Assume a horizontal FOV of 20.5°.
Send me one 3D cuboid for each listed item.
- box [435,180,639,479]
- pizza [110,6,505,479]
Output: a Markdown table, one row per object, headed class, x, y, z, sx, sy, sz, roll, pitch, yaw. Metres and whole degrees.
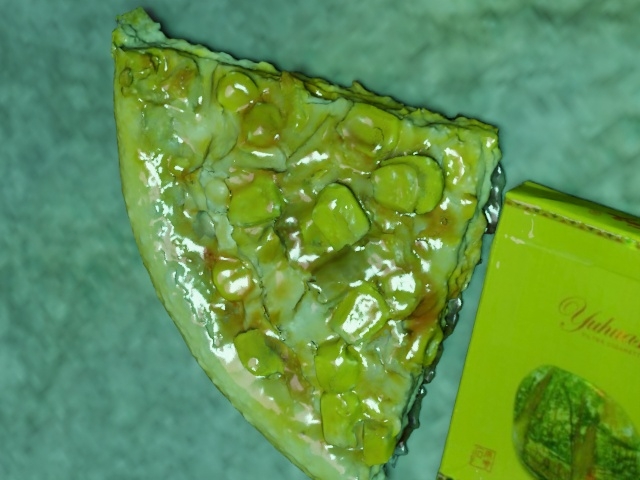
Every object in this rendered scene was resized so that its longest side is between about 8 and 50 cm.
| class | x | y | z | sx | sy | sz | roll | pitch | yaw |
| --- | --- | --- | --- | --- | --- | --- | --- | --- | --- |
| box | 0.081 | 0.067 | 0.550 | 0.087 | 0.023 | 0.155 | 22 | 112 | 25 |
| pizza | 0.000 | 0.000 | 0.566 | 0.131 | 0.041 | 0.178 | -14 | 96 | 29 |
